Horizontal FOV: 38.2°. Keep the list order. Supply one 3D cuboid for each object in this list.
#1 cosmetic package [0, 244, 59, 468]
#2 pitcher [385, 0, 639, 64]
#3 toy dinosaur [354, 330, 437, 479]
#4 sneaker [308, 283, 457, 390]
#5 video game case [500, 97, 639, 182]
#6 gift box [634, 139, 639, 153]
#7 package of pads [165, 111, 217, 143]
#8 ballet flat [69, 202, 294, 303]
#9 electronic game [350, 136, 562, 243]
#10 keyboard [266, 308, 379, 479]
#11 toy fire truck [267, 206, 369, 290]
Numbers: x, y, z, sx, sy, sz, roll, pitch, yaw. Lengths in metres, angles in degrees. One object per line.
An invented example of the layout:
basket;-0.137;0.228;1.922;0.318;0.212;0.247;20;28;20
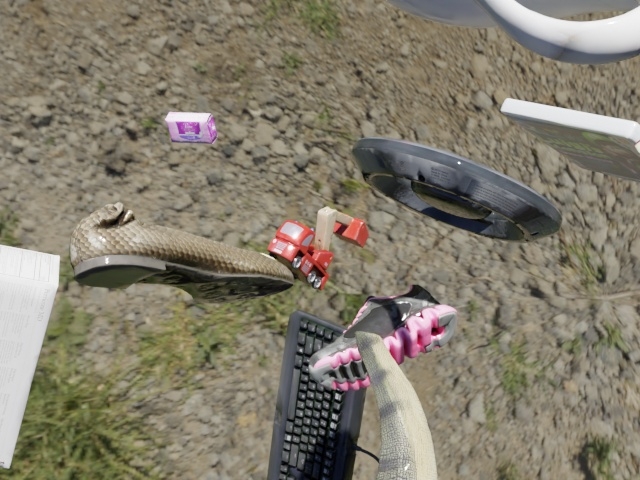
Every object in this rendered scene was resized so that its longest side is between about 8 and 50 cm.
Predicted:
cosmetic package;-0.333;0.117;0.918;0.099;0.060;0.239;13;118;-19
pitcher;0.096;-0.156;0.471;0.207;0.178;0.125;21;137;29
toy dinosaur;0.048;0.173;0.372;0.118;0.064;0.268;12;69;0
sneaker;0.040;0.068;0.682;0.119;0.047;0.057;-21;48;-19
video game case;0.324;-0.105;1.052;0.190;0.173;0.022;26;90;54
gift box;0.404;-0.018;0.593;0.276;0.255;0.258;-42;34;22
package of pads;-0.222;-0.194;1.588;0.083;0.032;0.050;4;131;19
ballet flat;-0.106;0.014;0.761;0.084;0.250;0.058;-23;70;30
electronic game;0.139;-0.053;0.959;0.229;0.229;0.048;21;85;17
keyboard;0.022;0.260;1.182;0.201;0.033;0.317;17;111;26
toy fire truck;0.000;0.000;1.381;0.047;0.192;0.135;23;78;28
